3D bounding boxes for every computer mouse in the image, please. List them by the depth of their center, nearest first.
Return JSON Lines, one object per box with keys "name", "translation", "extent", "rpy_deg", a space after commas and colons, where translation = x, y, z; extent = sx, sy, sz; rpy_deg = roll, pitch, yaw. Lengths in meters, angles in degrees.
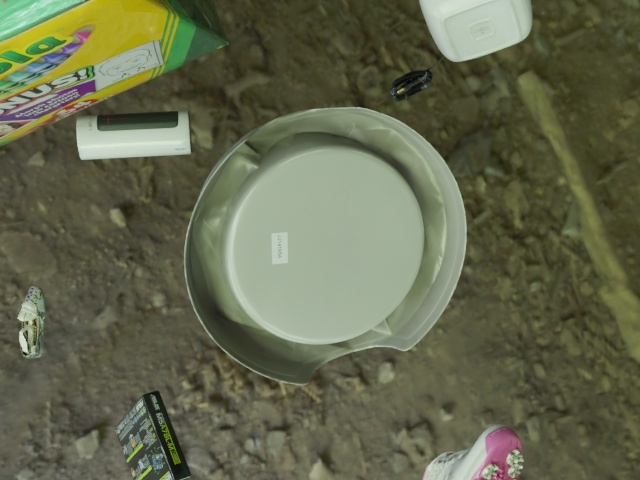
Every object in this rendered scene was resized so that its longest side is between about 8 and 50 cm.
{"name": "computer mouse", "translation": [0.224, -0.315, 1.532], "extent": [0.041, 0.242, 0.071], "rpy_deg": [53, 1, 35]}

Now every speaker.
{"name": "speaker", "translation": [-0.226, -0.128, 1.078], "extent": [0.136, 0.055, 0.055], "rpy_deg": [-3, 68, -6]}

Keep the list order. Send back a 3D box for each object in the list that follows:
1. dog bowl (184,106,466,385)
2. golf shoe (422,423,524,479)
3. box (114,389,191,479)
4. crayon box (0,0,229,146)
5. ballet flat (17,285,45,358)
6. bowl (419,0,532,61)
{"name": "dog bowl", "translation": [0.000, 0.000, 1.092], "extent": [0.349, 0.349, 0.102], "rpy_deg": [45, 0, -23]}
{"name": "golf shoe", "translation": [0.214, 0.372, 1.368], "extent": [0.115, 0.306, 0.140], "rpy_deg": [-12, 45, -30]}
{"name": "box", "translation": [-0.338, 0.420, 1.771], "extent": [0.045, 0.191, 0.184], "rpy_deg": [-13, 66, -38]}
{"name": "crayon box", "translation": [-0.309, -0.188, 0.878], "extent": [0.313, 0.362, 0.106], "rpy_deg": [-29, 97, -79]}
{"name": "ballet flat", "translation": [-0.445, 0.128, 1.360], "extent": [0.041, 0.041, 0.115], "rpy_deg": [-8, 103, -50]}
{"name": "bowl", "translation": [0.213, -0.299, 1.185], "extent": [0.142, 0.142, 0.053], "rpy_deg": [52, 26, -53]}
